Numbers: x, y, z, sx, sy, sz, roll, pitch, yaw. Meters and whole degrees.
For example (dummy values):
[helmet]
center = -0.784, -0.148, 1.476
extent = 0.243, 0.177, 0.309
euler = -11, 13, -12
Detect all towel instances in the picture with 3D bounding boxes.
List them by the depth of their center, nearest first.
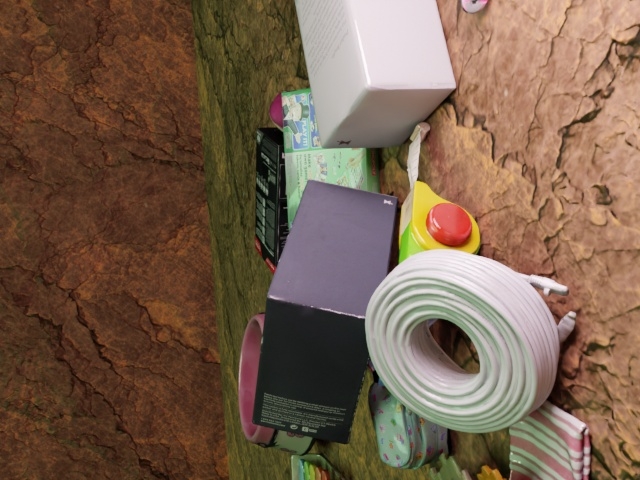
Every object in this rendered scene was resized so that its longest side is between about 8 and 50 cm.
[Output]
[towel]
center = 0.293, 0.305, 0.881
extent = 0.144, 0.029, 0.197
euler = -160, 67, -69

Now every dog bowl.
[dog bowl]
center = -0.118, 0.372, 1.825
extent = 0.408, 0.150, 0.407
euler = -176, 90, -73

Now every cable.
[cable]
center = 0.180, 0.137, 0.888
extent = 0.257, 0.089, 0.257
euler = 23, 124, 27

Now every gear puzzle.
[gear puzzle]
center = 0.230, 0.405, 1.009
extent = 0.339, 0.044, 0.175
euler = 98, 151, -54

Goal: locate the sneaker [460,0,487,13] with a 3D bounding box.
[sneaker]
center = 0.211, -0.374, 0.948
extent = 0.057, 0.047, 0.119
euler = 172, 101, -78

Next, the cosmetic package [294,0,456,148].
[cosmetic package]
center = 0.069, -0.410, 1.161
extent = 0.230, 0.162, 0.453
euler = 137, 126, -66

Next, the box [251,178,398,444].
[box]
center = 0.011, 0.118, 1.205
extent = 0.343, 0.179, 0.312
euler = -75, -3, -53

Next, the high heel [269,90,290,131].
[high heel]
center = -0.014, -0.296, 1.589
extent = 0.181, 0.127, 0.377
euler = -48, 37, 25

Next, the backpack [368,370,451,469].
[backpack]
center = 0.152, 0.297, 1.160
extent = 0.152, 0.115, 0.182
euler = 149, 112, -66

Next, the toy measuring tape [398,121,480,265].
[toy measuring tape]
center = 0.188, -0.049, 1.049
extent = 0.121, 0.121, 0.330
euler = 111, 171, -52

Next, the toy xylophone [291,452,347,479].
[toy xylophone]
center = 0.011, 0.674, 1.709
extent = 0.323, 0.081, 0.236
euler = 164, 101, -71

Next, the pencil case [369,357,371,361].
[pencil case]
center = 0.077, 0.251, 1.445
extent = 0.070, 0.064, 0.151
euler = 47, 156, 2

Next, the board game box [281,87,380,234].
[board game box]
center = 0.020, -0.157, 1.384
extent = 0.214, 0.046, 0.317
euler = 1, 95, 37

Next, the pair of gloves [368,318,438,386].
[pair of gloves]
center = 0.141, 0.169, 1.128
extent = 0.023, 0.159, 0.198
euler = 41, 177, -3

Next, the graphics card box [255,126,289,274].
[graphics card box]
center = -0.113, -0.113, 1.872
extent = 0.233, 0.094, 0.370
euler = -134, 42, -62
